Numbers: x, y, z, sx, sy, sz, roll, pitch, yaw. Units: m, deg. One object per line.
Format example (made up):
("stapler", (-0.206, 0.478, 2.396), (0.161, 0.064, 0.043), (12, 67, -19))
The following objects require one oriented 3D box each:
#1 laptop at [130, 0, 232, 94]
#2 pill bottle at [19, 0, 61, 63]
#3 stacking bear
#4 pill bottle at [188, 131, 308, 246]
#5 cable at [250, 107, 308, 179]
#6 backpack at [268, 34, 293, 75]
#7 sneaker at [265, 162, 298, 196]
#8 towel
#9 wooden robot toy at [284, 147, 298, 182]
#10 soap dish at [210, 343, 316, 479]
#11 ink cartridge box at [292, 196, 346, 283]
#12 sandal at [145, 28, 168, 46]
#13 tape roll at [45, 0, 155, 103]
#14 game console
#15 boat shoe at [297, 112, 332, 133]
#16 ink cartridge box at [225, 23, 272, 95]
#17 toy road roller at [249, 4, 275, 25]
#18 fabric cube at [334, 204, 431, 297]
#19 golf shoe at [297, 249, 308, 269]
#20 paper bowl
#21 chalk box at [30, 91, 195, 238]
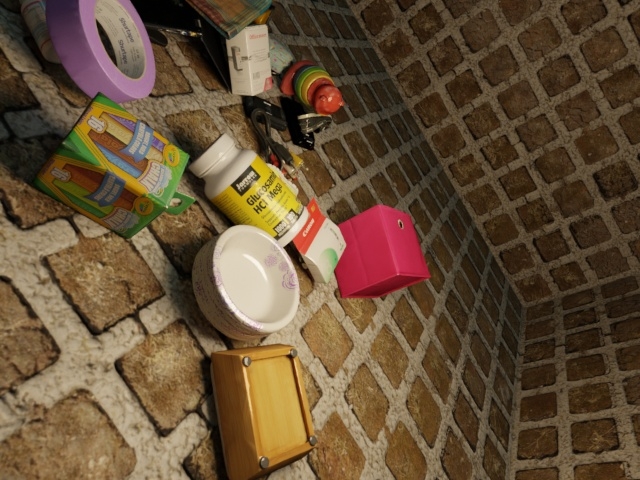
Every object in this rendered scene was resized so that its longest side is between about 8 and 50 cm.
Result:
("laptop", (-0.485, -0.718, 1.364), (0.407, 0.236, 0.382), (-4, 65, -29))
("pill bottle", (-0.643, -0.511, 0.999), (0.087, 0.087, 0.160), (-26, 88, -56))
("stacking bear", (-0.014, -0.591, 1.678), (0.175, 0.164, 0.289), (7, 32, -37))
("pill bottle", (-0.206, -0.136, 1.216), (0.334, 0.187, 0.188), (46, 37, -21))
("cable", (-0.175, -0.324, 1.487), (0.139, 0.072, 0.287), (-36, 81, -22))
("backpack", (-0.200, -0.756, 1.725), (0.182, 0.115, 0.152), (10, 57, -52))
("sneaker", (-0.155, -0.178, 1.411), (0.208, 0.081, 0.094), (33, 48, -34))
("towel", (-0.318, -0.814, 1.367), (0.271, 0.040, 0.370), (39, 43, -17))
("wooden robot toy", (-0.095, -0.278, 1.557), (0.076, 0.079, 0.173), (34, 43, -34))
("soap dish", (-0.131, 0.393, 1.006), (0.228, 0.118, 0.291), (9, 61, -50))
("ink cartridge box", (0.000, 0.000, 1.372), (0.181, 0.056, 0.225), (-61, 142, -36))
("sandal", (-0.539, -0.621, 1.257), (0.179, 0.040, 0.067), (11, 60, -56))
("tape roll", (-0.519, -0.479, 1.029), (0.275, 0.090, 0.275), (-8, 90, -78))
("game console", (-0.156, -0.487, 1.659), (0.361, 0.044, 0.213), (8, 60, -51))
("boat shoe", (-0.019, -0.476, 1.735), (0.233, 0.083, 0.079), (-31, 110, -59))
("ink cartridge box", (-0.252, -0.644, 1.506), (0.158, 0.092, 0.218), (-52, 148, -54))
("toy road roller", (-0.263, -0.962, 1.611), (0.202, 0.241, 0.330), (29, 33, -13))
("fabric cube", (0.211, 0.052, 1.566), (0.254, 0.259, 0.258), (11, 59, -50))
("golf shoe", (-0.019, 0.041, 1.459), (0.186, 0.067, 0.086), (-27, 114, -55))
("paper bowl", (-0.199, 0.114, 1.086), (0.284, 0.148, 0.284), (31, 44, -36))
("chalk box", (-0.425, -0.137, 0.940), (0.289, 0.180, 0.179), (36, 41, -31))
